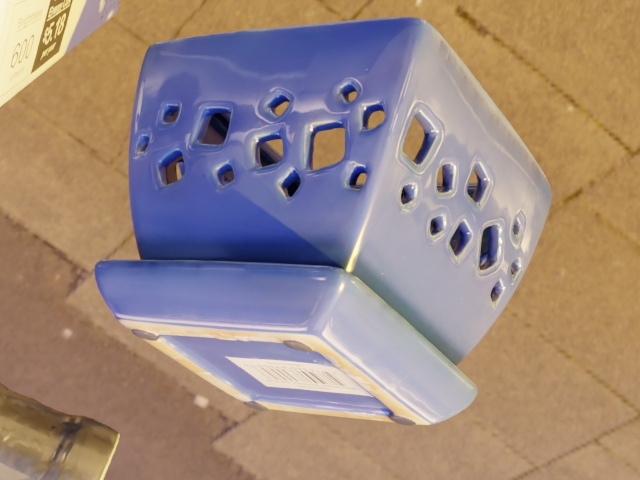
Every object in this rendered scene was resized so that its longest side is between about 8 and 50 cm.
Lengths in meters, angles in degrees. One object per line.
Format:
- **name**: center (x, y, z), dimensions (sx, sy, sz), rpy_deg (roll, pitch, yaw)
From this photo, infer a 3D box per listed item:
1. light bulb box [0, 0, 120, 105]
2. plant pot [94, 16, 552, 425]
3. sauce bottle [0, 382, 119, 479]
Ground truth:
- **light bulb box**: center (-0.242, -0.326, 0.838), dimensions (0.225, 0.358, 0.361), rpy_deg (19, 114, -2)
- **plant pot**: center (0.000, 0.000, 0.851), dimensions (0.236, 0.212, 0.236), rpy_deg (1, 153, 33)
- **sauce bottle**: center (-0.273, 0.061, 0.625), dimensions (0.344, 0.111, 0.111), rpy_deg (24, 134, -8)
